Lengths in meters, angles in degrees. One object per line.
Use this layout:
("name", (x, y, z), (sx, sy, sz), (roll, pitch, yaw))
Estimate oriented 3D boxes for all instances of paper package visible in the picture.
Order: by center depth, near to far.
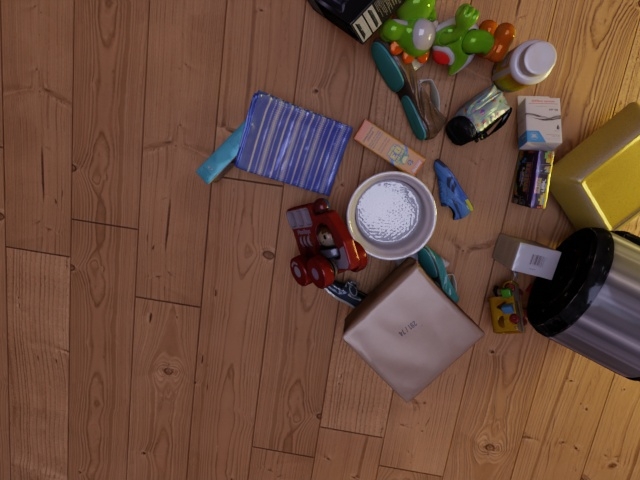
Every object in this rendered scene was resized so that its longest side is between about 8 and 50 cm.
("paper package", (0.278, 0.271, 1.288), (0.325, 0.168, 0.309), (-45, 91, 8))

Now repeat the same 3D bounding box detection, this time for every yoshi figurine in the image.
("yoshi figurine", (0.350, -0.618, 1.155), (0.361, 0.203, 0.203), (3, 72, -10))

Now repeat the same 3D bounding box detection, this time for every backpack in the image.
("backpack", (0.482, -0.379, 1.245), (0.182, 0.152, 0.115), (-38, 106, -2))

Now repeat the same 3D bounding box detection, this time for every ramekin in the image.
("ramekin", (0.222, -0.086, 1.326), (0.276, 0.135, 0.278), (1, 102, 3))

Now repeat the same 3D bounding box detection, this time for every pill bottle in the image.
("pill bottle", (0.580, -0.497, 1.174), (0.117, 0.215, 0.118), (1, 102, 4))

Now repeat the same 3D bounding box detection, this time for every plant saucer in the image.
("plant saucer", (0.903, -0.180, 1.243), (0.332, 0.081, 0.333), (-41, 111, 10))

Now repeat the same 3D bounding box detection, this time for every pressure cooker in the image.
("pressure cooker", (0.886, 0.200, 1.202), (0.419, 0.370, 0.376), (28, 135, 9))

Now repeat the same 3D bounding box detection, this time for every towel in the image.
("towel", (-0.082, -0.297, 1.295), (0.335, 0.040, 0.244), (14, 104, -21))

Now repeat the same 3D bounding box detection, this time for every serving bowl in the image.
("serving bowl", (0.289, 0.055, 1.399), (0.083, 0.027, 0.084), (-6, 115, -12))

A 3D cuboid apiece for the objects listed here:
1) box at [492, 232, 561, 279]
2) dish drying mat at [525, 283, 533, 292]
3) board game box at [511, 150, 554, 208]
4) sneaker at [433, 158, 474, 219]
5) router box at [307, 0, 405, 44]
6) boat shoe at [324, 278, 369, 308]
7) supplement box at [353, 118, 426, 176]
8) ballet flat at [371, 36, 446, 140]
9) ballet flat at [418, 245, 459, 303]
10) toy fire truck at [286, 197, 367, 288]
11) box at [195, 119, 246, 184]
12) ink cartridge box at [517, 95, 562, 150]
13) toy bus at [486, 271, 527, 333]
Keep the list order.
("box", (0.646, 0.047, 1.304), (0.129, 0.170, 0.091), (13, 101, 1))
("dish drying mat", (0.746, 0.178, 1.408), (0.083, 0.008, 0.032), (27, 103, -3))
("board game box", (0.652, -0.191, 1.270), (0.048, 0.141, 0.171), (3, 101, 3))
("sneaker", (0.411, -0.161, 1.331), (0.082, 0.069, 0.210), (-32, 98, 13))
("router box", (0.110, -0.715, 1.139), (0.243, 0.081, 0.309), (-43, 53, 11))
("boat shoe", (0.106, 0.182, 1.410), (0.254, 0.095, 0.079), (35, 103, -5))
("supplement box", (0.220, -0.294, 1.313), (0.233, 0.080, 0.078), (31, 104, -5))
("ballet flat", (0.284, -0.478, 1.262), (0.124, 0.116, 0.343), (-34, 97, -10))
("ballet flat", (0.405, 0.115, 1.392), (0.087, 0.083, 0.248), (-26, 101, -21))
("toy fire truck", (0.000, 0.000, 1.288), (0.169, 0.302, 0.254), (-23, 98, -28))
("box", (-0.290, -0.289, 1.338), (0.244, 0.100, 0.060), (-42, 96, 11))
("ink cartridge box", (0.659, -0.369, 1.242), (0.104, 0.060, 0.181), (2, 80, 3))
("toy bus", (0.614, 0.216, 1.372), (0.104, 0.202, 0.191), (-15, 110, 38))
